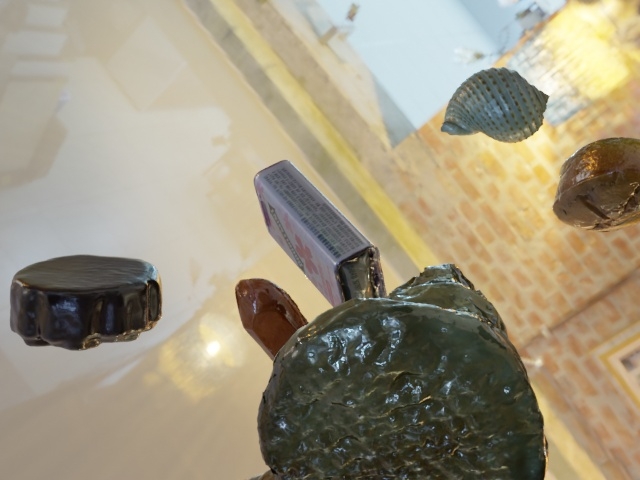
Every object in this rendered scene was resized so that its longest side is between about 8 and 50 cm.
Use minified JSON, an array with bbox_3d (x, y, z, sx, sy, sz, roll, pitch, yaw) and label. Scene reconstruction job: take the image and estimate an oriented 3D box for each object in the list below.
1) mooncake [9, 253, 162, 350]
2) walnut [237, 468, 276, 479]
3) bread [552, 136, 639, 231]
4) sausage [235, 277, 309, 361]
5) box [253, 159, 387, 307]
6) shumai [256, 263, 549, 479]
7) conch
[{"bbox_3d":[-0.431,0.119,1.688,0.283,0.283,0.141,-26,-62,-63],"label":"mooncake"},{"bbox_3d":[-0.070,0.497,1.418,0.296,0.285,0.285,-39,-90,-23],"label":"walnut"},{"bbox_3d":[0.596,-0.107,1.886,0.195,0.270,0.142,13,-111,-14],"label":"bread"},{"bbox_3d":[-0.065,0.129,1.390,0.179,0.089,0.089,51,-157,-32],"label":"sausage"},{"bbox_3d":[0.000,0.000,1.875,0.369,0.112,0.190,46,160,42],"label":"box"},{"bbox_3d":[0.113,0.179,1.148,0.323,0.324,0.397,-75,-27,-56],"label":"shumai"},{"bbox_3d":[0.329,-0.264,1.727,0.200,0.131,0.172,-1,-135,-5],"label":"conch"}]
